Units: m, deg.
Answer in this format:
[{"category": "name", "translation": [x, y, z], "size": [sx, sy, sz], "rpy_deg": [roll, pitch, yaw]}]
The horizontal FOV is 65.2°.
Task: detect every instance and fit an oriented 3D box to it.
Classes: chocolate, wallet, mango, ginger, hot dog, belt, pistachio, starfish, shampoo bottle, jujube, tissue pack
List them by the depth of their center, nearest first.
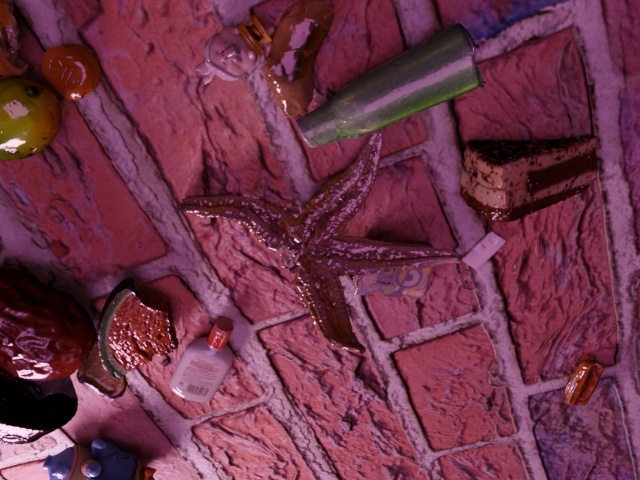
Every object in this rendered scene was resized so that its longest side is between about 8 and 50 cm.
[{"category": "ginger", "translation": [-0.037, -0.282, 0.771], "size": [0.095, 0.069, 0.190], "rpy_deg": [11, 119, -23]}, {"category": "mango", "translation": [-0.505, -0.180, 0.792], "size": [0.233, 0.111, 0.125], "rpy_deg": [-23, 133, 23]}, {"category": "chocolate", "translation": [0.101, -0.229, 0.795], "size": [0.291, 0.110, 0.110], "rpy_deg": [-22, 118, 14]}, {"category": "starfish", "translation": [0.003, 0.003, 0.882], "size": [0.384, 0.132, 0.398], "rpy_deg": [-32, 78, 11]}, {"category": "jujube", "translation": [-0.555, 0.164, 0.952], "size": [0.243, 0.183, 0.183], "rpy_deg": [36, 113, -17]}, {"category": "tissue pack", "translation": [0.143, 0.056, 0.980], "size": [0.148, 0.060, 0.109], "rpy_deg": [5, 118, -5]}, {"category": "wallet", "translation": [0.324, 0.019, 0.992], "size": [0.044, 0.011, 0.083], "rpy_deg": [31, 115, -18]}, {"category": "belt", "translation": [-0.656, 0.306, 1.023], "size": [0.164, 0.184, 0.289], "rpy_deg": [-28, 126, 24]}, {"category": "shampoo bottle", "translation": [-0.248, 0.262, 1.094], "size": [0.108, 0.051, 0.221], "rpy_deg": [23, 116, -13]}, {"category": "pistachio", "translation": [-0.489, 0.277, 1.097], "size": [0.089, 0.049, 0.173], "rpy_deg": [-25, 113, -12]}, {"category": "hot dog", "translation": [0.611, 0.326, 1.165], "size": [0.062, 0.038, 0.144], "rpy_deg": [5, 118, -1]}]

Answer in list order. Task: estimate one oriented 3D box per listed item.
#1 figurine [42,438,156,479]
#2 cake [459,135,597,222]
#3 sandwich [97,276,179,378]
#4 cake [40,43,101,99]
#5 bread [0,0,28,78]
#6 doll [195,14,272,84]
[{"category": "figurine", "translation": [-0.530, 0.571, 1.211], "size": [0.262, 0.154, 0.180], "rpy_deg": [27, 127, -20]}, {"category": "cake", "translation": [0.375, -0.104, 0.852], "size": [0.246, 0.135, 0.112], "rpy_deg": [-2, 119, -1]}, {"category": "sandwich", "translation": [-0.380, 0.169, 1.028], "size": [0.159, 0.079, 0.235], "rpy_deg": [-7, 124, -9]}, {"category": "cake", "translation": [-0.391, -0.265, 0.788], "size": [0.084, 0.044, 0.084], "rpy_deg": [0, 118, -1]}, {"category": "bread", "translation": [-0.521, -0.299, 0.744], "size": [0.177, 0.084, 0.119], "rpy_deg": [-2, 120, 4]}, {"category": "doll", "translation": [-0.136, -0.284, 0.761], "size": [0.127, 0.084, 0.073], "rpy_deg": [-36, 113, 8]}]
